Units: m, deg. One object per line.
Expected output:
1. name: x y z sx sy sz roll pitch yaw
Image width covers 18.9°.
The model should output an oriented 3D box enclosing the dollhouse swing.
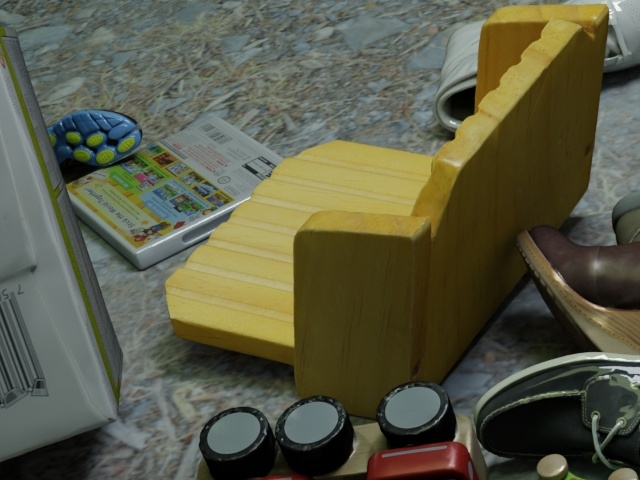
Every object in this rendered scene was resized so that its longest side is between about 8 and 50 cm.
1. dollhouse swing: 0.037 -0.061 1.710 0.305 0.315 0.347 24 50 23

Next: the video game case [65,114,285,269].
1. video game case: -0.153 -0.057 2.091 0.206 0.026 0.227 -27 30 -18

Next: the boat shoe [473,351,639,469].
1. boat shoe: 0.229 0.136 1.467 0.233 0.084 0.079 -6 29 14

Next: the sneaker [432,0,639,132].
1. sneaker: 0.259 -0.184 2.024 0.293 0.108 0.169 -15 28 24

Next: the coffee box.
1. coffee box: -0.379 0.023 1.647 0.338 0.338 0.334 -18 8 -3

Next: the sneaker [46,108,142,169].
1. sneaker: -0.270 -0.119 2.203 0.188 0.067 0.078 -11 14 45

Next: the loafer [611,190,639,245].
1. loafer: 0.372 -0.002 1.656 0.251 0.094 0.087 -10 52 31

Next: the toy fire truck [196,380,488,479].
1. toy fire truck: 0.004 0.224 1.385 0.217 0.158 0.246 -9 40 13

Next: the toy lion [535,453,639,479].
1. toy lion: 0.190 0.208 1.420 0.100 0.034 0.096 8 44 39

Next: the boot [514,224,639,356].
1. boot: 0.299 0.022 1.595 0.207 0.090 0.248 -36 45 -4
